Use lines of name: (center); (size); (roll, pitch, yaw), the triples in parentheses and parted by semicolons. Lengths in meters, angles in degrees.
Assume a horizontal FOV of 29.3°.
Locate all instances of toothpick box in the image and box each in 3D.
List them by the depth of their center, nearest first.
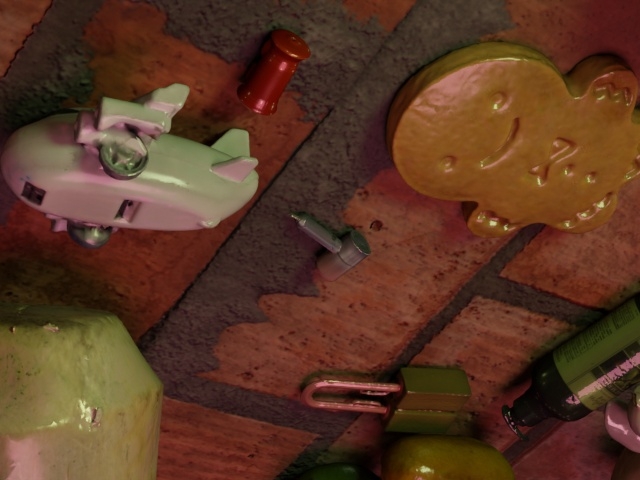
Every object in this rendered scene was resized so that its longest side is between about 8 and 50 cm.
toothpick box: (-0.047, -0.173, 1.244); (0.047, 0.047, 0.083); (14, 128, -29)

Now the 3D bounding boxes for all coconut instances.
coconut: (-0.340, 0.239, 1.397); (0.352, 0.352, 0.352); (-9, 137, -9)

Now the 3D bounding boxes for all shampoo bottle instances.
shampoo bottle: (0.373, 0.182, 1.705); (0.284, 0.101, 0.101); (-38, 134, 21)

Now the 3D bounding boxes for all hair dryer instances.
hair dryer: (0.000, 0.000, 1.452); (0.063, 0.037, 0.114); (-38, 126, 23)

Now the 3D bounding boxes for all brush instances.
brush: (0.084, 0.220, 1.693); (0.233, 0.047, 0.103); (5, 136, -21)

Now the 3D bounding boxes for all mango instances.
mango: (0.178, 0.341, 1.754); (0.167, 0.130, 0.262); (1, 168, 42)

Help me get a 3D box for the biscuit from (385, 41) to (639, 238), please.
biscuit: (0.238, -0.108, 1.399); (0.355, 0.052, 0.275); (19, 126, -34)

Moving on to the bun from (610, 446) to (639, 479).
bun: (0.578, 0.348, 1.908); (0.259, 0.160, 0.259); (-3, 122, -4)

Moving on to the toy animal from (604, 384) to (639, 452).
toy animal: (0.579, 0.240, 1.712); (0.310, 0.247, 0.183); (-40, 171, 5)

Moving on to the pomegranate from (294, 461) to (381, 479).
pomegranate: (0.027, 0.434, 1.769); (0.187, 0.225, 0.187); (1, 134, 1)

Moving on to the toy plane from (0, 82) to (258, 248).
toy plane: (-0.190, -0.073, 1.248); (0.267, 0.122, 0.267); (-6, 153, -3)
